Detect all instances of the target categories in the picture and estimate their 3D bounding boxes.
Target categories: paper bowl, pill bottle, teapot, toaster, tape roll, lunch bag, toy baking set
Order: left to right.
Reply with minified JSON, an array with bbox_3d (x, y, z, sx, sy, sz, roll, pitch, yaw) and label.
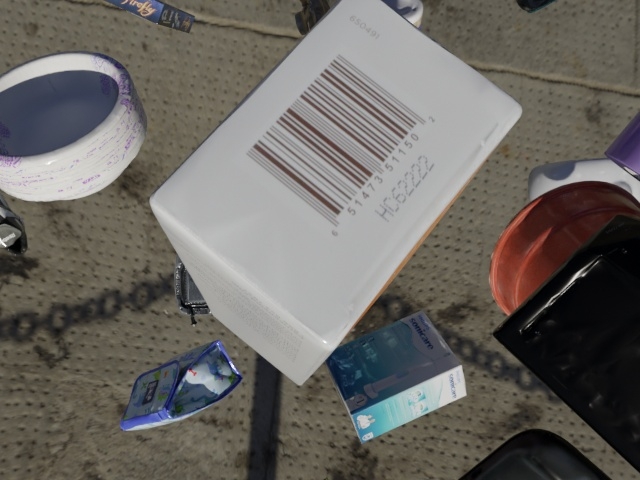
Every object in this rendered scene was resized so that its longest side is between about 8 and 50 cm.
[{"bbox_3d":[-0.440,-0.185,1.095,0.284,0.148,0.284,-5,53,6],"label":"paper bowl"},{"bbox_3d":[-0.220,0.231,0.970,0.096,0.128,0.151,58,39,-7],"label":"lunch bag"},{"bbox_3d":[-0.332,0.121,1.784,0.129,0.146,0.227,-3,89,0],"label":"toaster"},{"bbox_3d":[-0.011,-0.321,0.918,0.030,0.256,0.197,-11,55,18],"label":"toy baking set"},{"bbox_3d":[0.152,-0.413,1.327,0.111,0.187,0.112,-1,56,2],"label":"pill bottle"},{"bbox_3d":[0.573,-0.074,1.385,0.252,0.256,0.187,-2,90,33],"label":"teapot"},{"bbox_3d":[0.477,-0.091,0.831,0.189,0.189,0.080,36,109,1],"label":"tape roll"}]

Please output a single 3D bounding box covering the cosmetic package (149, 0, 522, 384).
[{"bbox_3d":[0.000,0.000,0.638,0.161,0.453,0.230,39,76,6],"label":"cosmetic package"}]

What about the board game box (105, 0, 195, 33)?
[{"bbox_3d":[-0.359,-0.473,1.264,0.164,0.243,0.042,23,104,-4],"label":"board game box"}]

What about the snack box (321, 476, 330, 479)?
[{"bbox_3d":[0.038,0.598,1.365,0.037,0.100,0.141,-37,97,17],"label":"snack box"}]

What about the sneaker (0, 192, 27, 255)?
[{"bbox_3d":[-0.701,-0.040,1.376,0.078,0.234,0.106,-31,64,-11],"label":"sneaker"}]

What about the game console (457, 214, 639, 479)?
[{"bbox_3d":[0.182,0.172,0.487,0.213,0.044,0.361,45,117,12],"label":"game console"}]

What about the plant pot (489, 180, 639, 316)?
[{"bbox_3d":[0.421,0.090,0.908,0.272,0.265,0.273,-4,118,-7],"label":"plant pot"}]

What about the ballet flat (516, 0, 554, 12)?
[{"bbox_3d":[0.536,-0.572,1.317,0.096,0.280,0.095,46,37,-34],"label":"ballet flat"}]

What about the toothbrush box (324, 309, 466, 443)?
[{"bbox_3d":[0.184,0.337,1.603,0.295,0.126,0.216,-24,39,-7],"label":"toothbrush box"}]
